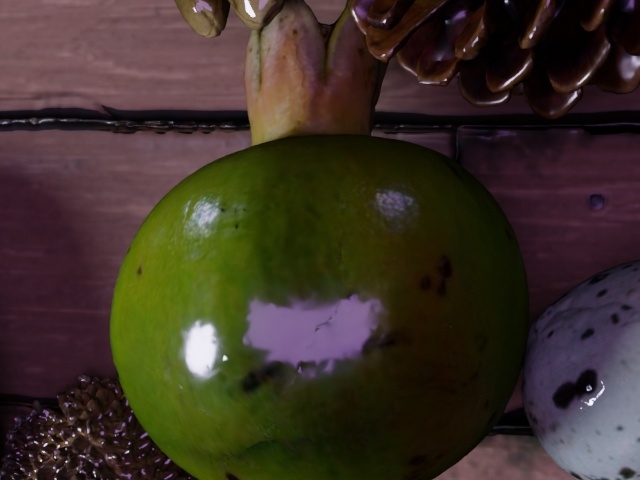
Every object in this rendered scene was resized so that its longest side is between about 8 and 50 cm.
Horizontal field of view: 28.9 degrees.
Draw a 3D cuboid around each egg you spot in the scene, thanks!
[{"bbox_3d":[0.182,0.069,0.683,0.131,0.131,0.164,36,135,8],"label":"egg"}]

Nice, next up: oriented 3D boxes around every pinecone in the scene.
[{"bbox_3d":[0.094,-0.162,0.633,0.208,0.208,0.208,1,94,13],"label":"pinecone"}]

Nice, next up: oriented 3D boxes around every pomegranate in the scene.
[{"bbox_3d":[0.000,0.000,0.696,0.236,0.236,0.302,-5,80,13],"label":"pomegranate"}]

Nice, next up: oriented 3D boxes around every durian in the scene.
[{"bbox_3d":[-0.138,0.179,0.793,0.188,0.091,0.148,39,101,6],"label":"durian"}]

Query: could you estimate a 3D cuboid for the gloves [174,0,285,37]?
[{"bbox_3d":[-0.134,-0.211,0.726,0.331,0.154,0.141,4,55,25],"label":"gloves"}]
